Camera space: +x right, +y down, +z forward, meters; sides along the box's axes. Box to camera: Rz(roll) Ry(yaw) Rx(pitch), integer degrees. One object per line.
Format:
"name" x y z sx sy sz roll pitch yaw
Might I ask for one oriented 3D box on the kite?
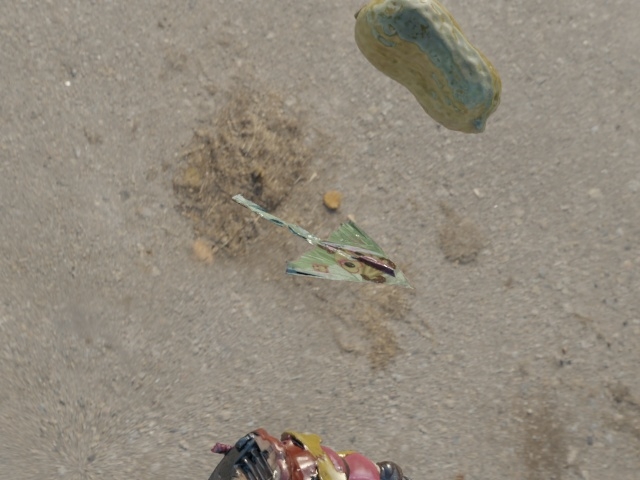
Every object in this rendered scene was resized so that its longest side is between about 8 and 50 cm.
"kite" -0.001 0.001 0.910 0.250 0.229 0.012 25 111 15

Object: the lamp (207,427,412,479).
"lamp" -0.003 0.277 0.861 0.253 0.118 0.118 26 64 -46

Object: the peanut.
"peanut" 0.191 -0.311 1.305 0.291 0.143 0.159 39 64 -13
